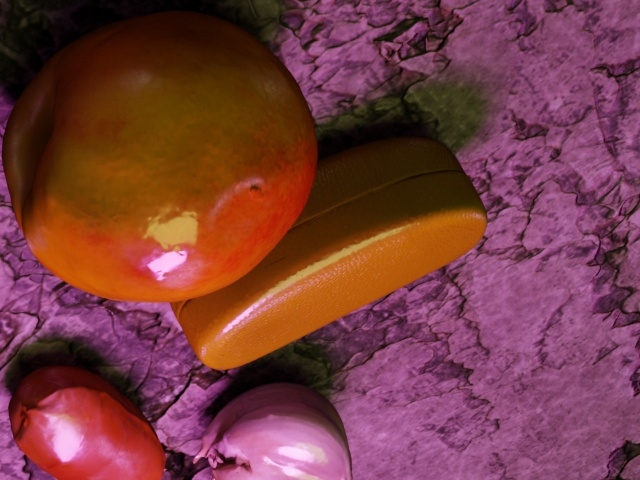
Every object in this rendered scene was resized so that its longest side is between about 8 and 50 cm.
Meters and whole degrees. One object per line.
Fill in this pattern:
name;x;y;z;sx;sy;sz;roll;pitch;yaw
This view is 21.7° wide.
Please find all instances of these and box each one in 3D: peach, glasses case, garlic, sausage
peach;-0.137;-0.079;1.606;0.308;0.289;0.289;6;130;-30
glasses case;0.000;0.000;1.894;0.371;0.141;0.173;-27;157;-5
garlic;-0.062;0.282;2.159;0.203;0.185;0.281;5;157;-3
sausage;-0.275;0.232;1.990;0.133;0.133;0.258;-33;139;4
